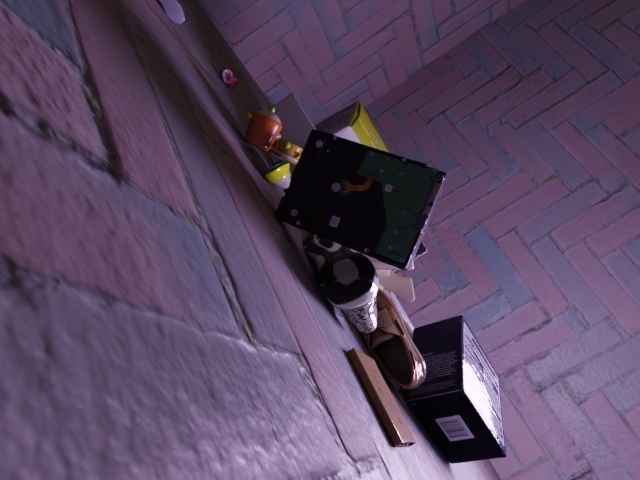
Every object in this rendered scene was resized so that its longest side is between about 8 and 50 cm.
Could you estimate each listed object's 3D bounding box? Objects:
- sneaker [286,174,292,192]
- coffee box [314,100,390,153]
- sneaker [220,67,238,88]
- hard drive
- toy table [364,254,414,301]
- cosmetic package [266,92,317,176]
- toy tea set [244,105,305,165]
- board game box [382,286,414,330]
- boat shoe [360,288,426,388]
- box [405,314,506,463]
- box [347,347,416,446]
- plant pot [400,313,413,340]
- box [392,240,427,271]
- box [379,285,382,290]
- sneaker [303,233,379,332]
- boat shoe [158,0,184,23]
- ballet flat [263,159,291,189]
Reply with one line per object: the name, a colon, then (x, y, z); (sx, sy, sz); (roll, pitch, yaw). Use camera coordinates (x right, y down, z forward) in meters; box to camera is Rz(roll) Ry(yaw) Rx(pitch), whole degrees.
sneaker: (0.016, -0.136, 1.541); (0.271, 0.100, 0.108); (11, 34, -9)
coffee box: (0.096, -0.334, 1.997); (0.338, 0.334, 0.338); (54, 27, -22)
sneaker: (-0.346, -0.603, 1.707); (0.057, 0.047, 0.119); (42, 1, 10)
hard drive: (0.089, -0.099, 1.075); (0.338, 0.237, 0.064); (21, -4, 20)
toy table: (0.183, 0.068, 1.381); (0.252, 0.160, 0.275); (-80, 162, -74)
cosmetic package: (-0.085, -0.337, 1.706); (0.366, 0.196, 0.155); (63, 9, 30)
toy tea set: (-0.095, -0.305, 1.416); (0.199, 0.125, 0.336); (26, 6, 12)
board game box: (0.238, 0.213, 1.930); (0.318, 0.065, 0.319); (41, 17, -45)
boat shoe: (0.166, 0.240, 1.223); (0.325, 0.123, 0.116); (54, 13, 17)
box: (0.406, 0.443, 1.393); (0.296, 0.182, 0.294); (56, 31, -21)
box: (0.130, 0.330, 0.974); (0.201, 0.021, 0.164); (61, 7, 30)
plant pot: (0.287, 0.346, 1.688); (0.109, 0.096, 0.109); (63, 8, 32)
box: (0.162, -0.035, 1.687); (0.212, 0.293, 0.395); (56, 8, -21)
box: (0.176, 0.156, 1.703); (0.109, 0.042, 0.178); (32, 25, -11)
sneaker: (0.060, 0.087, 1.199); (0.410, 0.157, 0.182); (-101, 172, -60)
boat shoe: (-0.453, -0.707, 1.365); (0.142, 0.049, 0.040); (51, 9, -32)
ballet flat: (-0.113, -0.188, 1.349); (0.077, 0.077, 0.231); (61, 4, -12)
